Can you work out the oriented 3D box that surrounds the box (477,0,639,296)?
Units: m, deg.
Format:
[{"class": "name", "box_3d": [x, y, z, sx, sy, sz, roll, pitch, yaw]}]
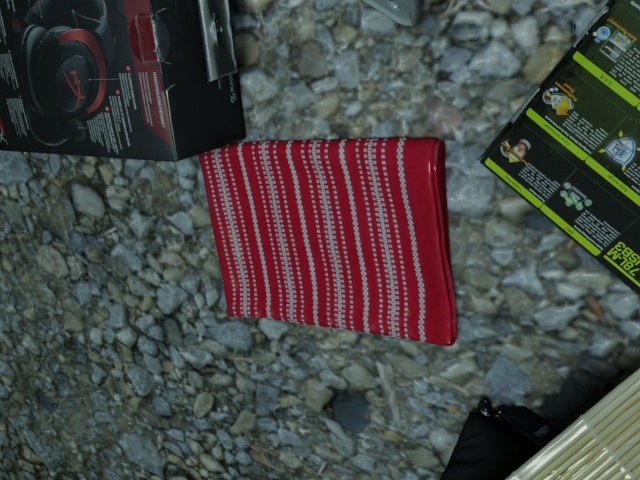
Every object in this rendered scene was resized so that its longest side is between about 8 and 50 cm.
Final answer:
[{"class": "box", "box_3d": [0.240, -0.066, 0.453, 0.190, 0.045, 0.184, 42, 128, 11]}]

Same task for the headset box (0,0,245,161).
[{"class": "headset box", "box_3d": [-0.206, -0.197, 0.641, 0.293, 0.110, 0.218, 7, 113, 31]}]

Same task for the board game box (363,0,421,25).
[{"class": "board game box", "box_3d": [-0.092, -0.332, 0.379, 0.390, 0.390, 0.050, 38, 89, 14]}]

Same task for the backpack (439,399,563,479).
[{"class": "backpack", "box_3d": [0.191, 0.242, 0.560, 0.182, 0.152, 0.115, 20, 133, 19]}]

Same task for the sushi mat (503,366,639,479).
[{"class": "sushi mat", "box_3d": [0.238, 0.184, 0.470, 0.316, 0.019, 0.151, -42, 84, 5]}]

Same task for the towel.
[{"class": "towel", "box_3d": [0.000, 0.000, 0.641, 0.274, 0.031, 0.199, 3, 110, 32]}]
